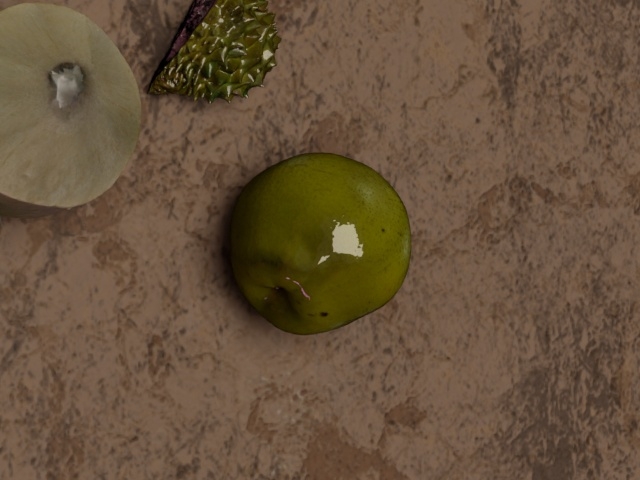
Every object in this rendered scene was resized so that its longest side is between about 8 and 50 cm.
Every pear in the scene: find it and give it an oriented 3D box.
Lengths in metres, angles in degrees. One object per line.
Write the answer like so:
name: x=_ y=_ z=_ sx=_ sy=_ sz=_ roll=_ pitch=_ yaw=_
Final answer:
pear: x=0.000 y=-0.001 z=2.062 sx=0.198 sy=0.198 sz=0.198 roll=2 pitch=86 yaw=-28

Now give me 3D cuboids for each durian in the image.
durian: x=-0.083 y=-0.216 z=2.067 sx=0.108 sy=0.119 sz=0.186 roll=35 pitch=70 yaw=-18

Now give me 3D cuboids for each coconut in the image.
coconut: x=-0.277 y=-0.125 z=1.899 sx=0.202 sy=0.222 sz=0.202 roll=4 pitch=81 yaw=-24
